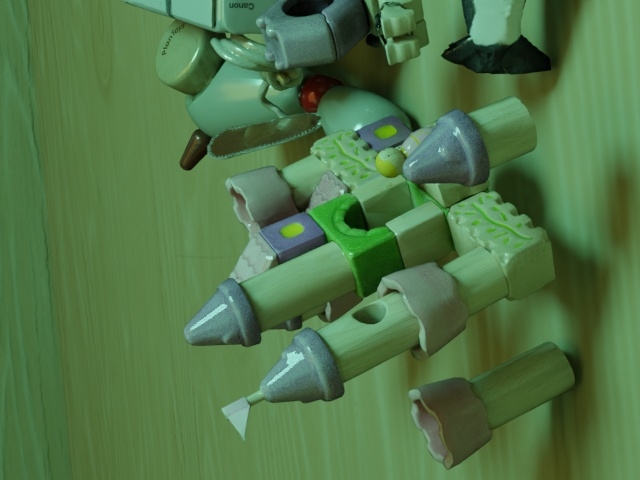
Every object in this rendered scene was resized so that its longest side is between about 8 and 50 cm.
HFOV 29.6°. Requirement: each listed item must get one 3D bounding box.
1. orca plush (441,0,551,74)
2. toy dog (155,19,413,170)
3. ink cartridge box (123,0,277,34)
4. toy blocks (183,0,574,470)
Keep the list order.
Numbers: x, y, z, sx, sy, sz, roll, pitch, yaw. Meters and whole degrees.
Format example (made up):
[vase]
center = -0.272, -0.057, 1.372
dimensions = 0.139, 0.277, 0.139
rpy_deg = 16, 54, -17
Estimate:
[orca plush]
center = 0.169, -0.261, 0.865
dimensions = 0.151, 0.102, 0.287
rpy_deg = 9, 122, 18
[toy dog]
center = -0.058, -0.112, 1.226
dimensions = 0.161, 0.220, 0.333
rpy_deg = -66, 22, 8
[ink cartridge box]
center = -0.059, -0.270, 1.170
dimensions = 0.273, 0.196, 0.114
rpy_deg = 32, 123, 59
[toy blocks]
center = 0.000, 0.000, 0.929
dimensions = 0.288, 0.260, 0.309
rpy_deg = 48, 158, 53
